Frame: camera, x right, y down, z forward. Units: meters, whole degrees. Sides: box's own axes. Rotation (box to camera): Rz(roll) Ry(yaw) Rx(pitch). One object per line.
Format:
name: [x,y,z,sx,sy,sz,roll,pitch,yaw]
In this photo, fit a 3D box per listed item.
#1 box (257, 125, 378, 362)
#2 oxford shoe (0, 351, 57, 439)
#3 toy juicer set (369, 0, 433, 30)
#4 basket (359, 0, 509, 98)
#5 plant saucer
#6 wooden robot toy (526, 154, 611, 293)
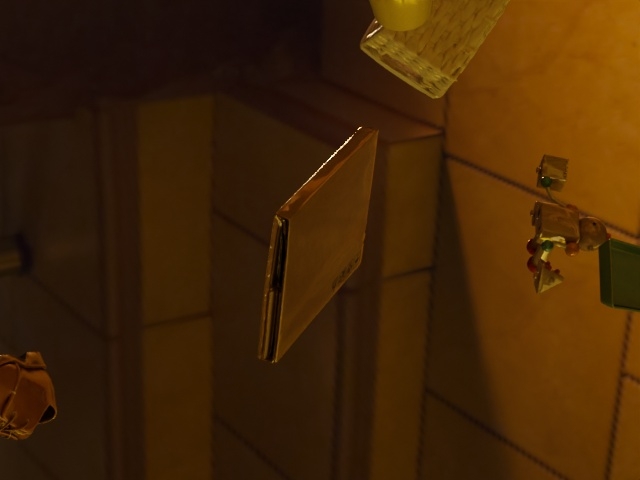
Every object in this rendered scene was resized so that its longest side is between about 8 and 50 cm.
box: [0.000,0.000,1.287,0.021,0.201,0.164,19,125,18]
oxford shoe: [-0.299,0.152,1.255,0.076,0.212,0.076,-31,82,13]
toy juicer set: [0.009,-0.338,1.260,0.329,0.209,0.089,29,154,25]
basket: [0.136,-0.256,1.474,0.113,0.167,0.103,33,175,-4]
plant saucer: [0.317,0.041,1.333,0.018,0.192,0.067,-6,81,32]
wooden robot toy: [0.259,-0.009,1.396,0.076,0.079,0.173,99,180,-47]
